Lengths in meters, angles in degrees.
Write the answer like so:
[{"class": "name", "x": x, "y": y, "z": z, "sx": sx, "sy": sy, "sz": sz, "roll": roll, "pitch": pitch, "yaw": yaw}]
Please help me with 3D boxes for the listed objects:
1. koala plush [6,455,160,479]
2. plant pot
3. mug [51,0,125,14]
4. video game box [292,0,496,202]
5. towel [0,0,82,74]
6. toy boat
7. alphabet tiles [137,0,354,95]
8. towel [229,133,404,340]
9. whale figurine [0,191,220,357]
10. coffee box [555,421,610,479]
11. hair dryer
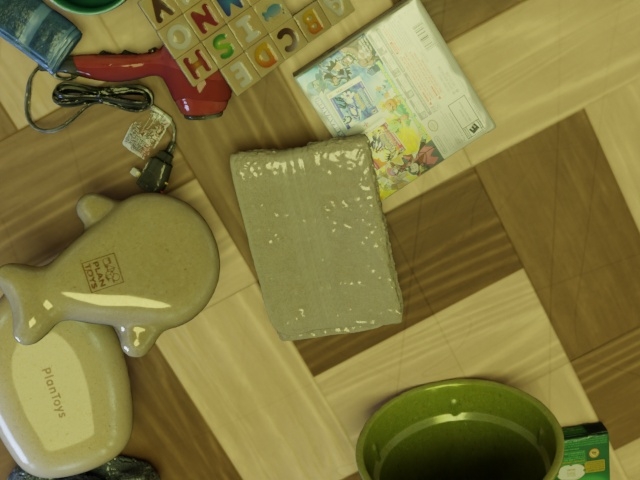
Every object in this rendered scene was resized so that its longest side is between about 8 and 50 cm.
[{"class": "koala plush", "x": -0.342, "y": 0.401, "z": 1.446, "sx": 0.203, "sy": 0.221, "sz": 0.196, "roll": 23, "pitch": 106, "yaw": -12}, {"class": "plant pot", "x": 0.201, "y": 0.376, "z": 1.488, "sx": 0.276, "sy": 0.276, "sz": 0.254, "roll": -10, "pitch": 120, "yaw": -2}, {"class": "mug", "x": -0.271, "y": -0.350, "z": 1.274, "sx": 0.129, "sy": 0.097, "sz": 0.158, "roll": 8, "pitch": 105, "yaw": -6}, {"class": "video game box", "x": 0.096, "y": -0.181, "z": 1.390, "sx": 0.187, "sy": 0.048, "sz": 0.205, "roll": -33, "pitch": 108, "yaw": 4}, {"class": "towel", "x": -0.356, "y": -0.264, "z": 1.317, "sx": 0.119, "sy": 0.029, "sz": 0.067, "roll": 37, "pitch": 100, "yaw": -2}, {"class": "toy boat", "x": -0.414, "y": 0.191, "z": 1.422, "sx": 0.318, "sy": 0.148, "sz": 0.268, "roll": -12, "pitch": 95, "yaw": -6}, {"class": "alphabet tiles", "x": -0.095, "y": -0.301, "z": 1.305, "sx": 0.237, "sy": 0.009, "sz": 0.198, "roll": -39, "pitch": 109, "yaw": -17}, {"class": "towel", "x": 0.000, "y": 0.000, "z": 1.419, "sx": 0.187, "sy": 0.049, "sz": 0.282, "roll": -8, "pitch": 115, "yaw": 8}, {"class": "whale figurine", "x": -0.265, "y": 0.047, "z": 1.363, "sx": 0.272, "sy": 0.141, "sz": 0.216, "roll": -20, "pitch": 86, "yaw": -15}, {"class": "coffee box", "x": 0.372, "y": 0.366, "z": 1.597, "sx": 0.113, "sy": 0.040, "sz": 0.184, "roll": -8, "pitch": 108, "yaw": -2}, {"class": "hair dryer", "x": -0.219, "y": -0.213, "z": 1.333, "sx": 0.223, "sy": 0.080, "sz": 0.293, "roll": 33, "pitch": 102, "yaw": -14}]
